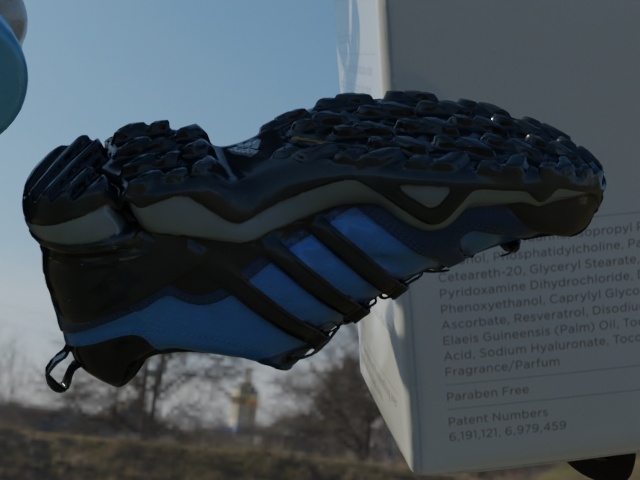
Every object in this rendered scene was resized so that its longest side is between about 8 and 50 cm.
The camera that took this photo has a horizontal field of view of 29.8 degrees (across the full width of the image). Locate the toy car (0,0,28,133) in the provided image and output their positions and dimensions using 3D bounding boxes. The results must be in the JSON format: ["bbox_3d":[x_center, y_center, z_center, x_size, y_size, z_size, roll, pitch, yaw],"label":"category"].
[{"bbox_3d":[-0.280,-0.053,0.621,0.210,0.238,0.219,10,22,-30],"label":"toy car"}]

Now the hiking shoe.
[{"bbox_3d":[0.000,0.000,0.646,0.304,0.132,0.113,-5,28,-5],"label":"hiking shoe"}]

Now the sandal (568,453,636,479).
[{"bbox_3d":[0.281,0.181,1.336,0.097,0.054,0.254,-9,-58,30],"label":"sandal"}]

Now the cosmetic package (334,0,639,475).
[{"bbox_3d":[0.198,-0.042,1.072,0.327,0.394,0.329,-5,10,-4],"label":"cosmetic package"}]
